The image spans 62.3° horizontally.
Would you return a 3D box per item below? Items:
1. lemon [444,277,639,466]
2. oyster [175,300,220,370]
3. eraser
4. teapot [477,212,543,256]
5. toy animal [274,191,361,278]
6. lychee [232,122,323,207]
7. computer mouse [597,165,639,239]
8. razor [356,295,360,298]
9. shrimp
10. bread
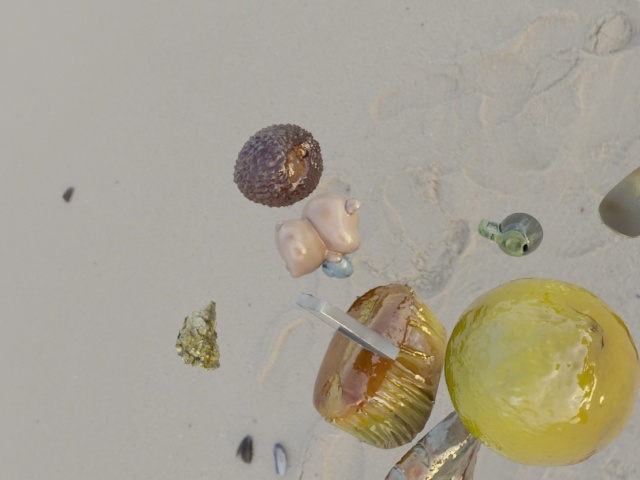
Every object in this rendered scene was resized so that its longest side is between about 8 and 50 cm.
[{"bbox_3d":[0.272,0.165,0.673,0.235,0.263,0.236,-18,36,14],"label":"lemon"},{"bbox_3d":[-0.233,0.199,1.056,0.045,0.146,0.122,-31,89,26],"label":"oyster"},{"bbox_3d":[0.041,0.132,0.820,0.023,0.150,0.104,-59,20,-12],"label":"eraser"},{"bbox_3d":[0.403,-0.004,1.132,0.124,0.090,0.092,-6,103,34],"label":"teapot"},{"bbox_3d":[-0.013,-0.016,1.399,0.210,0.221,0.230,-156,70,-76],"label":"toy animal"},{"bbox_3d":[-0.095,-0.154,1.139,0.188,0.188,0.188,-7,75,30],"label":"lychee"},{"bbox_3d":[0.610,-0.081,0.990,0.199,0.045,0.102,-35,62,-14],"label":"computer mouse"},{"bbox_3d":[0.068,0.268,1.439,0.082,0.042,0.253,16,75,48],"label":"razor"},{"bbox_3d":[0.214,0.351,0.847,0.317,0.164,0.062,-44,33,-13],"label":"shrimp"},{"bbox_3d":[0.103,0.216,0.968,0.204,0.156,0.288,-16,39,53],"label":"bread"}]
